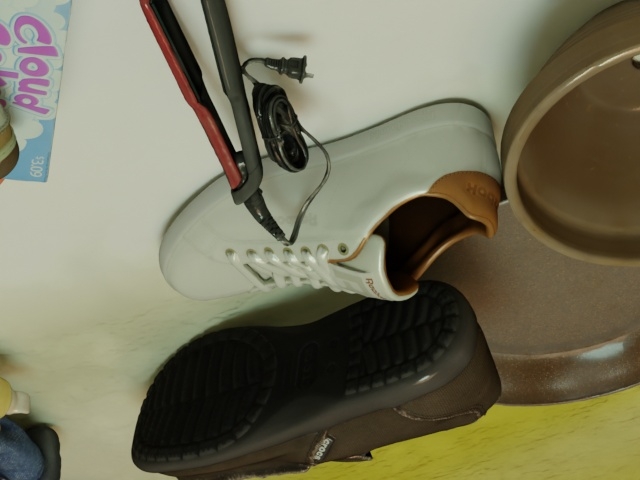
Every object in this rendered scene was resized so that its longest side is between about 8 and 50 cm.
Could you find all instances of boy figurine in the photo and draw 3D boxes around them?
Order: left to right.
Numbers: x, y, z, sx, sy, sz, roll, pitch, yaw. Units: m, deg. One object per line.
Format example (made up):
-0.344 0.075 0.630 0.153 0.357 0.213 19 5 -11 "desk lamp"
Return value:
-0.347 0.148 1.323 0.177 0.092 0.285 -20 139 18 "boy figurine"

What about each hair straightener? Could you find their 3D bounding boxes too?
-0.045 -0.092 1.054 0.089 0.047 0.230 -15 123 10 "hair straightener"

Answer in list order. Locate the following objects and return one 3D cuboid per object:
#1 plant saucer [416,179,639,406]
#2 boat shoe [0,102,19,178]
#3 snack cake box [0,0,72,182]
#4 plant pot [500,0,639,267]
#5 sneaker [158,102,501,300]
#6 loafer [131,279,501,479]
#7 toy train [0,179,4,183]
0.204 0.037 1.287 0.310 0.050 0.310 -3 142 -2 "plant saucer"
-0.287 -0.064 0.953 0.190 0.068 0.072 -13 131 -5 "boat shoe"
-0.230 -0.157 0.955 0.152 0.089 0.264 5 141 -12 "snack cake box"
0.238 -0.095 1.076 0.237 0.110 0.237 -4 142 -3 "plant pot"
0.000 0.000 1.158 0.290 0.123 0.106 -24 140 23 "sneaker"
-0.007 0.146 1.281 0.366 0.134 0.130 -16 135 36 "loafer"
-0.298 -0.034 1.118 0.125 0.046 0.166 33 118 -32 "toy train"
